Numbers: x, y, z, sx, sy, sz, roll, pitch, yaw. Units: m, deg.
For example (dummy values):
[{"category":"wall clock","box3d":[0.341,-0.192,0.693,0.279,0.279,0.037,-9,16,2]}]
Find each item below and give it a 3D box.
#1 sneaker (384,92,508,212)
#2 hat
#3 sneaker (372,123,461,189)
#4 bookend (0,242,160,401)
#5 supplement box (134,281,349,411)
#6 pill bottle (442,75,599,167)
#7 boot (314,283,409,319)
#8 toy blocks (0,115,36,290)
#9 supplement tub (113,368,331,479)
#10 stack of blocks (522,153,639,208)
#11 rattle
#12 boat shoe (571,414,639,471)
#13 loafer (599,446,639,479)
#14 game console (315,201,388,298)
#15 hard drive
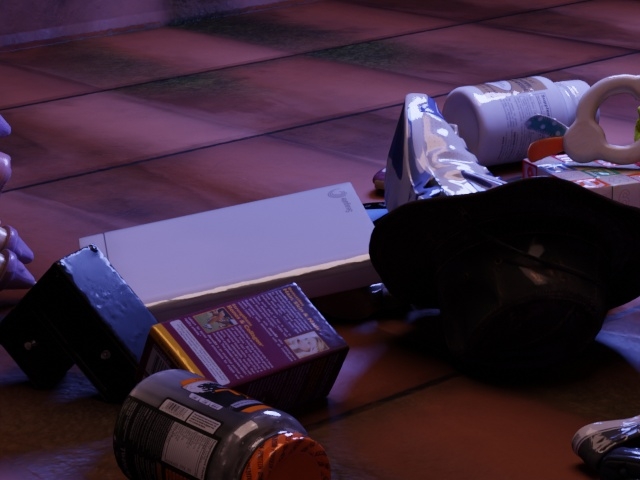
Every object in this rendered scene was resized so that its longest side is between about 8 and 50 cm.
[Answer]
[{"category":"sneaker","box3d":[0.193,-0.049,2.170,0.182,0.127,0.315,5,40,-14]},{"category":"hat","box3d":[0.214,0.064,1.800,0.331,0.331,0.134,1,62,7]},{"category":"sneaker","box3d":[0.144,-0.127,2.521,0.069,0.084,0.185,13,22,38]},{"category":"bookend","box3d":[-0.255,0.115,1.775,0.157,0.156,0.072,-43,-6,32]},{"category":"supplement box","box3d":[-0.079,0.123,1.694,0.188,0.081,0.104,-16,51,-38]},{"category":"pill bottle","box3d":[0.318,-0.191,2.632,0.229,0.131,0.131,-10,19,-26]},{"category":"boot","box3d":[0.055,0.066,2.004,0.118,0.042,0.087,1,11,4]},{"category":"toy blocks","box3d":[-0.482,-0.019,2.100,0.260,0.309,0.288,26,14,-33]},{"category":"supplement tub","box3d":[-0.087,0.191,1.479,0.117,0.117,0.190,-17,24,-40]},{"category":"stack of blocks","box3d":[0.449,-0.068,2.306,0.297,0.087,0.171,-8,19,-21]},{"category":"rattle","box3d":[0.385,-0.149,2.313,0.200,0.130,0.143,-26,3,10]},{"category":"boat shoe","box3d":[0.306,0.190,1.578,0.142,0.049,0.040,-9,38,-19]},{"category":"loafer","box3d":[0.345,0.224,1.409,0.223,0.076,0.078,17,29,29]},{"category":"game console","box3d":[0.000,0.000,2.201,0.213,0.044,0.361,8,19,27]},{"category":"hard drive","box3d":[-0.110,0.022,2.017,0.353,0.047,0.233,-12,25,-6]}]
